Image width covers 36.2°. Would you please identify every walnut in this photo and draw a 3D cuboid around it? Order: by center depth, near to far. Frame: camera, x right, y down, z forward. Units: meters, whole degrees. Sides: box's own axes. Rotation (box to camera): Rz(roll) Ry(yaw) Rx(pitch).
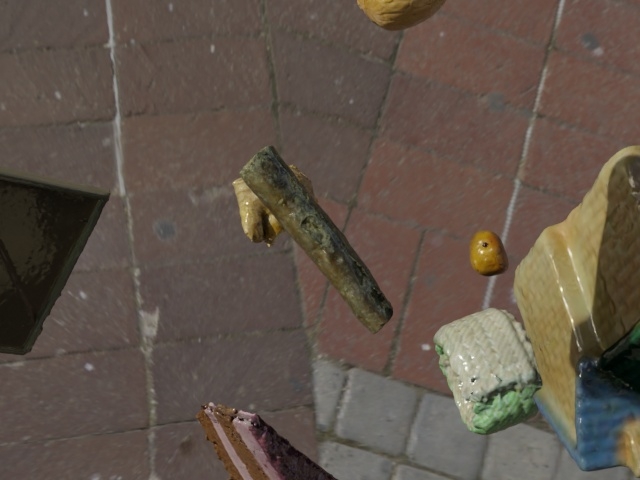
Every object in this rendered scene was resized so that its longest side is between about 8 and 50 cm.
[{"bbox_3d":[0.170,-0.511,1.975,0.197,0.165,0.165,-32,85,-22],"label":"walnut"}]

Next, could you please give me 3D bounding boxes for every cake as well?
[{"bbox_3d":[-0.039,0.291,1.208,0.295,0.116,0.113,56,53,-31],"label":"cake"}]

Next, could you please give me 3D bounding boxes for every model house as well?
[{"bbox_3d":[0.472,0.101,1.247,0.334,0.382,0.343,-7,63,-7],"label":"model house"}]

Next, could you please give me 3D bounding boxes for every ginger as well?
[{"bbox_3d":[-0.072,-0.072,1.798,0.216,0.102,0.157,-6,66,-48],"label":"ginger"}]

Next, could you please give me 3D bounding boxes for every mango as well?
[{"bbox_3d":[0.279,0.022,1.642,0.060,0.114,0.080,-19,85,10],"label":"mango"}]

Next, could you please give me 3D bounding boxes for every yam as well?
[{"bbox_3d":[0.000,0.000,1.250,0.061,0.061,0.274,-40,95,-12],"label":"yam"}]

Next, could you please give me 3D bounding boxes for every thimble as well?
[{"bbox_3d":[0.302,0.231,1.734,0.150,0.219,0.219,-20,83,-3],"label":"thimble"}]

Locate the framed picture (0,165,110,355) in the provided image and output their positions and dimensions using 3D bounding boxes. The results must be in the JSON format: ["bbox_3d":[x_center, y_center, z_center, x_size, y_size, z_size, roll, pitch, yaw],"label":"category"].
[{"bbox_3d":[-0.401,0.028,1.162,0.213,0.289,0.016,12,37,-33],"label":"framed picture"}]
